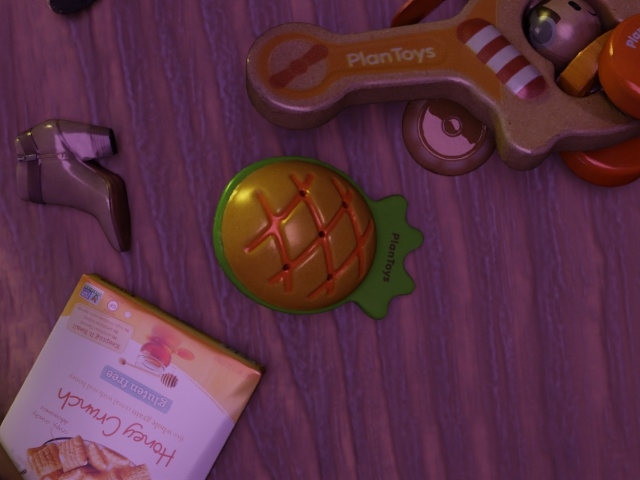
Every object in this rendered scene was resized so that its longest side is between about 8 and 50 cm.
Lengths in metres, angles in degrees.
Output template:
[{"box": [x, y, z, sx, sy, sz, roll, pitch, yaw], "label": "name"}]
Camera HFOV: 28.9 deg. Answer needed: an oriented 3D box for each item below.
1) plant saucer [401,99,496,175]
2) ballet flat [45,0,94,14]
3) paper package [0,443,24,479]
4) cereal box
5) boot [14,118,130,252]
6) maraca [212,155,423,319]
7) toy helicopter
[{"box": [0.110, -0.096, 1.042, 0.083, 0.015, 0.084, 0, 91, 1], "label": "plant saucer"}, {"box": [-0.181, -0.266, 1.037, 0.049, 0.057, 0.173, 29, 90, 40], "label": "ballet flat"}, {"box": [-0.442, 0.190, 0.958, 0.324, 0.168, 0.309, -35, 84, 5], "label": "paper package"}, {"box": [-0.176, 0.171, 1.033, 0.173, 0.047, 0.240, 28, 91, 2], "label": "cereal box"}, {"box": [-0.210, -0.044, 1.040, 0.086, 0.042, 0.119, -8, 89, 7], "label": "boot"}, {"box": [0.000, 0.000, 1.008, 0.185, 0.099, 0.127, 13, 87, -24], "label": "maraca"}, {"box": [0.113, -0.160, 0.976, 0.354, 0.140, 0.235, -8, 68, -10], "label": "toy helicopter"}]
